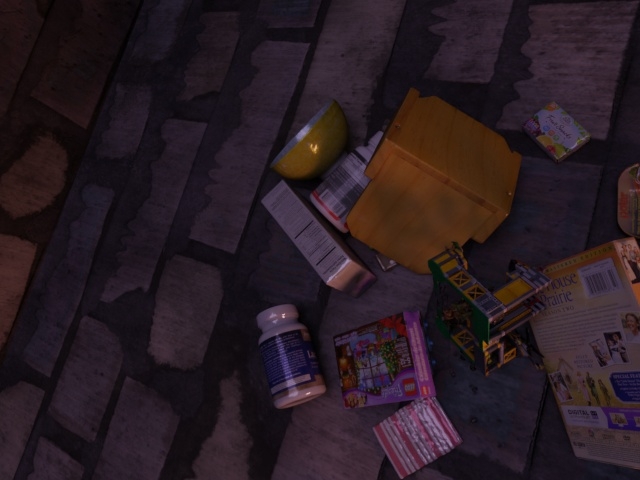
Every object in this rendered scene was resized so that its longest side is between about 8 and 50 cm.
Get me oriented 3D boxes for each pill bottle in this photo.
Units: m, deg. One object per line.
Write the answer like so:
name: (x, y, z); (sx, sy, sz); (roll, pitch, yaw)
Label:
pill bottle: (0.118, -0.173, 1.359); (0.283, 0.161, 0.161); (-44, 62, 7)
pill bottle: (-0.092, 0.328, 1.322); (0.153, 0.153, 0.265); (-26, 67, 16)

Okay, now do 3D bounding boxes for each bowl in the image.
bowl: (-0.004, -0.280, 1.432); (0.156, 0.289, 0.289); (42, 97, -15)

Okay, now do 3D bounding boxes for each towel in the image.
towel: (0.246, 0.501, 1.189); (0.197, 0.029, 0.144); (-38, 64, 14)

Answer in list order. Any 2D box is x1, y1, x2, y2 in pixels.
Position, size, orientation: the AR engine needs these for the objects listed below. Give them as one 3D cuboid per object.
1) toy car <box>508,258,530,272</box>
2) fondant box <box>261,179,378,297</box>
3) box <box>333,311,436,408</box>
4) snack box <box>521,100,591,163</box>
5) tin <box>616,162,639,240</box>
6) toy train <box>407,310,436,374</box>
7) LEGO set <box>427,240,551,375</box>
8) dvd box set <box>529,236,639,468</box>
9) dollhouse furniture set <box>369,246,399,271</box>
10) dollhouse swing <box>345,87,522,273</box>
toy car: (0.512, 0.109, 1.177); (0.040, 0.060, 0.122); (-1, 92, -19)
fondant box: (0.000, 0.000, 1.322); (0.096, 0.238, 0.330); (-43, 63, 7)
box: (0.151, 0.315, 1.188); (0.293, 0.057, 0.201); (-33, 60, 48)
snack box: (0.623, -0.287, 1.224); (0.100, 0.037, 0.141); (-38, 64, 10)
tin: (0.768, -0.092, 1.103); (0.106, 0.040, 0.190); (5, 78, 22)
toy train: (0.248, 0.272, 1.205); (0.080, 0.105, 0.184); (-16, 70, 20)
LEGO set: (0.399, 0.142, 1.073); (0.192, 0.332, 0.255); (-28, 34, -11)
dvd box set: (0.578, 0.237, 0.947); (0.062, 0.308, 0.421); (-9, 74, -17)
dollhouse furniture set: (0.182, 0.014, 1.355); (0.076, 0.058, 0.152); (-31, 84, 6)
dollhouse swing: (0.284, -0.141, 1.248); (0.346, 0.305, 0.315); (29, 56, -3)
